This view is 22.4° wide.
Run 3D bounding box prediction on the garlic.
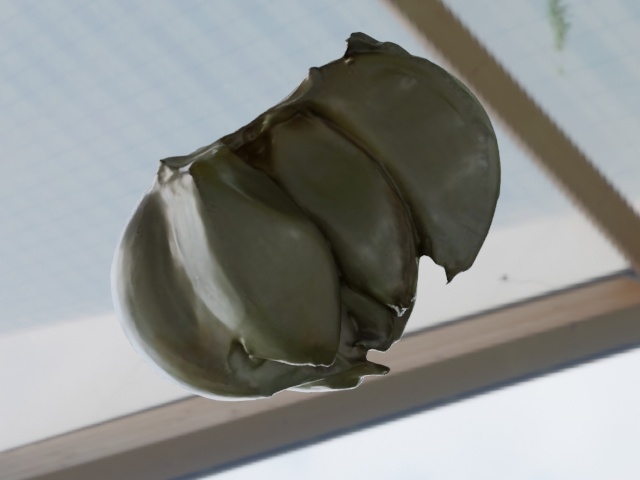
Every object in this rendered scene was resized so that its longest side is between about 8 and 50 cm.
[{"bbox_3d":[-0.008,0.009,1.129,0.281,0.185,0.203,-33,-101,-25],"label":"garlic"}]
